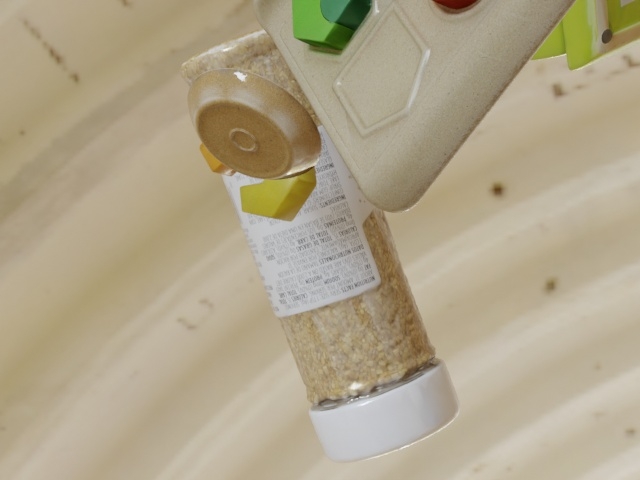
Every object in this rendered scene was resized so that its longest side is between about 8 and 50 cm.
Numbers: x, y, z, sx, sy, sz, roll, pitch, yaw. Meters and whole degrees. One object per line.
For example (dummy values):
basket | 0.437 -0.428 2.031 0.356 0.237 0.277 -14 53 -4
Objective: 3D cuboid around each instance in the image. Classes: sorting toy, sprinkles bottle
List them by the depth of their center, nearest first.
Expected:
sorting toy | 0.024 -0.130 1.002 0.041 0.307 0.229 14 -147 -41
sprinkles bottle | 0.000 0.000 1.250 0.121 0.121 0.355 -29 -81 -65

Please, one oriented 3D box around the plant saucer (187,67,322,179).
plant saucer | -0.040 -0.060 0.851 0.015 0.083 0.083 -62 -40 -34

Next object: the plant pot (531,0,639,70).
plant pot | 0.310 -0.333 1.784 0.228 0.207 0.227 -26 -59 -26
